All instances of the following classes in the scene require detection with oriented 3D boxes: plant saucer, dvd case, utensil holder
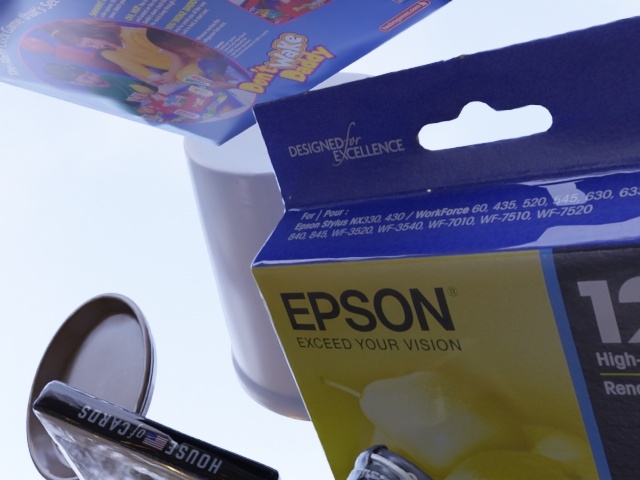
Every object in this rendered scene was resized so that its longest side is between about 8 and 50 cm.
[{"bbox_3d":[-0.324,0.211,1.185,0.041,0.278,0.278,29,-73,-43],"label":"plant saucer"},{"bbox_3d":[-0.097,0.203,0.615,0.179,0.029,0.239,16,-38,20],"label":"dvd case"},{"bbox_3d":[0.000,0.000,1.160,0.327,0.327,0.385,-15,-58,-8],"label":"utensil holder"}]

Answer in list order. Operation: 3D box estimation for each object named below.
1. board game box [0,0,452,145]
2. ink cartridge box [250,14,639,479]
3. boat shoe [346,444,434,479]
[{"bbox_3d":[-0.102,-0.175,0.589,0.233,0.347,0.078,14,-105,-29],"label":"board game box"},{"bbox_3d":[0.109,0.054,0.454,0.303,0.072,0.307,-5,-64,39],"label":"ink cartridge box"},{"bbox_3d":[0.100,0.185,0.386,0.233,0.079,0.084,36,-40,-1],"label":"boat shoe"}]
